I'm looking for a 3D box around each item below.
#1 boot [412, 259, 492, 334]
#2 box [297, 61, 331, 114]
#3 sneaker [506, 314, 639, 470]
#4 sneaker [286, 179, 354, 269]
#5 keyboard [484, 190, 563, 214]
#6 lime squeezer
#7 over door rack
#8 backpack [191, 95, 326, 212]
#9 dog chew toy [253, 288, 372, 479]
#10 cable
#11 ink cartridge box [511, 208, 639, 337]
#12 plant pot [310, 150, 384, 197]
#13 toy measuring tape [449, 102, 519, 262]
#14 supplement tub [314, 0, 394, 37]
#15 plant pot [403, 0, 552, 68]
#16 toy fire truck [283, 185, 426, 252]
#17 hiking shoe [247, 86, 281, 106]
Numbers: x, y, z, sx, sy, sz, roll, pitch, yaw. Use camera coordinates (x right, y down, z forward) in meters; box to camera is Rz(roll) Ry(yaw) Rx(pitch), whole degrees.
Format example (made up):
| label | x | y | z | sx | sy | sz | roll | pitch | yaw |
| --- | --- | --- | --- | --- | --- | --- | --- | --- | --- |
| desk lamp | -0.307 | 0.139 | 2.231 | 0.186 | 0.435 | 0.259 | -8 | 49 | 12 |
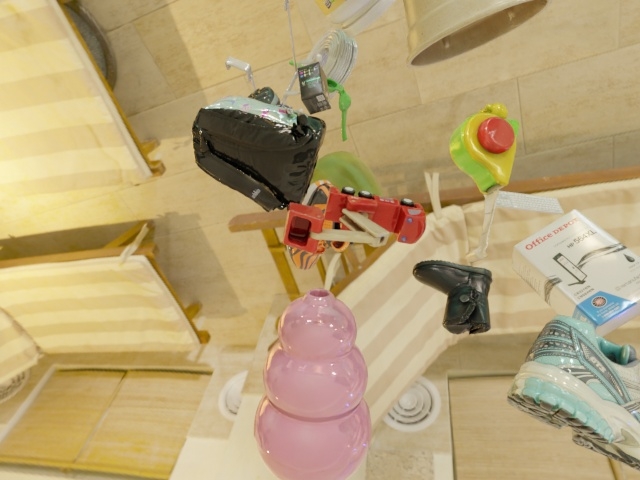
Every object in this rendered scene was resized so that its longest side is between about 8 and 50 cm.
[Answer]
| label | x | y | z | sx | sy | sz | roll | pitch | yaw |
| --- | --- | --- | --- | --- | --- | --- | --- | --- | --- |
| boot | 0.381 | 0.167 | 1.260 | 0.247 | 0.207 | 0.094 | 7 | 139 | 21 |
| box | -0.013 | -0.329 | 0.919 | 0.052 | 0.083 | 0.062 | -12 | 161 | 14 |
| sneaker | 0.337 | 0.180 | 0.480 | 0.283 | 0.122 | 0.110 | 35 | 163 | -27 |
| sneaker | 0.000 | 0.000 | 1.234 | 0.125 | 0.180 | 0.321 | -11 | 135 | -28 |
| keyboard | 0.648 | -0.126 | 1.362 | 0.256 | 0.072 | 0.014 | 6 | 144 | -5 |
| lime squeezer | 0.033 | -0.467 | 1.359 | 0.110 | 0.059 | 0.310 | -2 | 134 | 53 |
| over door rack | -0.094 | -0.421 | 1.086 | 0.108 | 0.239 | 0.324 | 18 | 165 | 18 |
| backpack | -0.094 | -0.138 | 0.626 | 0.182 | 0.115 | 0.152 | 19 | 116 | 1 |
| dog chew toy | -0.009 | 0.244 | 0.722 | 0.207 | 0.206 | 0.331 | 5 | 104 | 9 |
| cable | 0.022 | -0.621 | 1.510 | 0.089 | 0.257 | 0.257 | 20 | 142 | -34 |
| ink cartridge box | 0.481 | 0.060 | 0.780 | 0.148 | 0.203 | 0.086 | -31 | 139 | -1 |
| plant pot | 0.115 | -0.151 | 1.520 | 0.275 | 0.293 | 0.274 | -9 | 117 | -17 |
| toy measuring tape | 0.286 | -0.127 | 0.790 | 0.121 | 0.330 | 0.121 | 18 | 162 | 6 |
| supplement tub | 0.059 | -0.801 | 1.236 | 0.241 | 0.241 | 0.331 | -29 | 120 | 31 |
| plant pot | 0.312 | -0.620 | 0.982 | 0.334 | 0.334 | 0.305 | -17 | 97 | 25 |
| toy fire truck | 0.052 | -0.024 | 0.557 | 0.192 | 0.135 | 0.047 | 11 | 116 | -5 |
| hiking shoe | -0.114 | -0.220 | 0.847 | 0.113 | 0.304 | 0.132 | -39 | 113 | 3 |
